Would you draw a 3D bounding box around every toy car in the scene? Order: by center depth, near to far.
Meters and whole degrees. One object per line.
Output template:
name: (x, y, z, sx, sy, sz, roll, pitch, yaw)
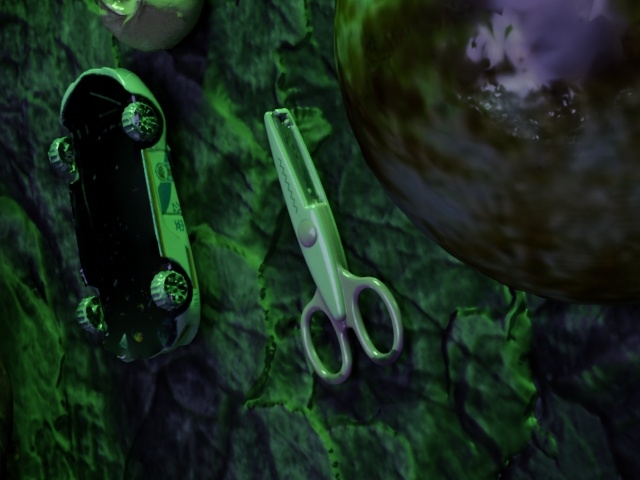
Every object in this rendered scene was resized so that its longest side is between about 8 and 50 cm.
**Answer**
toy car: (-0.131, -0.019, 1.018, 0.095, 0.056, 0.205, -19, 77, 42)

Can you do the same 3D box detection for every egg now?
egg: (0.125, -0.115, 0.656, 0.238, 0.238, 0.290, -8, 76, 43)

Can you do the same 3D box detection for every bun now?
bun: (-0.120, -0.168, 0.996, 0.086, 0.054, 0.086, 6, 98, 42)

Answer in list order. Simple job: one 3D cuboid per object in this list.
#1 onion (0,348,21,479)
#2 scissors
onion: (-0.363, 0.184, 1.060, 0.337, 0.281, 0.260, -57, 29, 18)
scissors: (0.000, 0.000, 0.922, 0.085, 0.022, 0.176, -26, 79, 44)
